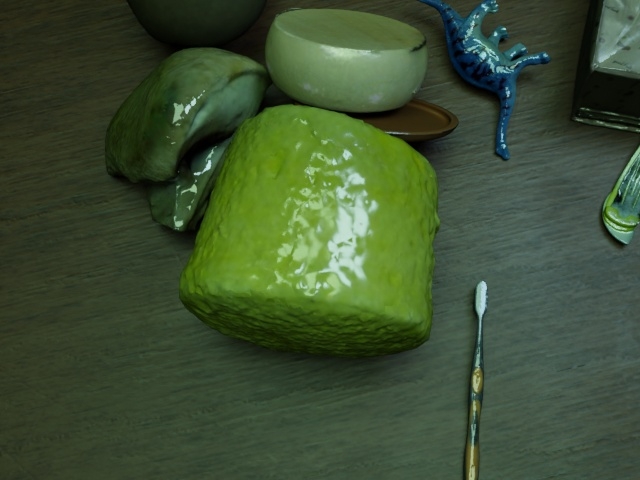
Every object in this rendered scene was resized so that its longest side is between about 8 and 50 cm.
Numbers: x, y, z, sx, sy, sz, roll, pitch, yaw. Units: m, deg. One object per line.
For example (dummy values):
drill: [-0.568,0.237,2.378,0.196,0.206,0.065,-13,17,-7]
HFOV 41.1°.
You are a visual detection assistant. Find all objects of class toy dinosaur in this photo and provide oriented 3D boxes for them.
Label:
toy dinosaur: [0.271,-0.301,1.376,0.144,0.076,0.329,-30,85,3]

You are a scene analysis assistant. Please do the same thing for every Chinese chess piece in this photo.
Chinese chess piece: [0.039,-0.280,1.308,0.251,0.251,0.097,11,120,7]

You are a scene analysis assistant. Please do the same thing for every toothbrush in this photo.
toothbrush: [0.228,0.216,1.255,0.023,0.031,0.321,4,75,6]

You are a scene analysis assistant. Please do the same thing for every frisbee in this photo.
frisbee: [0.084,-0.192,1.293,0.251,0.251,0.021,9,114,6]

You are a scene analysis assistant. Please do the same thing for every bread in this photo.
bread: [0.000,0.000,1.171,0.348,0.348,0.307,11,73,7]

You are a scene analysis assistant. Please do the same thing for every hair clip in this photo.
hair clip: [0.486,-0.086,1.319,0.060,0.033,0.188,26,83,12]

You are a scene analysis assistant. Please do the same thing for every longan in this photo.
longan: [-0.201,-0.431,1.358,0.258,0.258,0.258,-1,74,4]

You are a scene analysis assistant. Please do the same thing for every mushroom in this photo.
mushroom: [-0.244,-0.179,1.312,0.217,0.212,0.292,25,96,19]

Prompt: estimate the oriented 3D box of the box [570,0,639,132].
box: [0.529,-0.333,1.307,0.225,0.190,0.297,12,75,9]
